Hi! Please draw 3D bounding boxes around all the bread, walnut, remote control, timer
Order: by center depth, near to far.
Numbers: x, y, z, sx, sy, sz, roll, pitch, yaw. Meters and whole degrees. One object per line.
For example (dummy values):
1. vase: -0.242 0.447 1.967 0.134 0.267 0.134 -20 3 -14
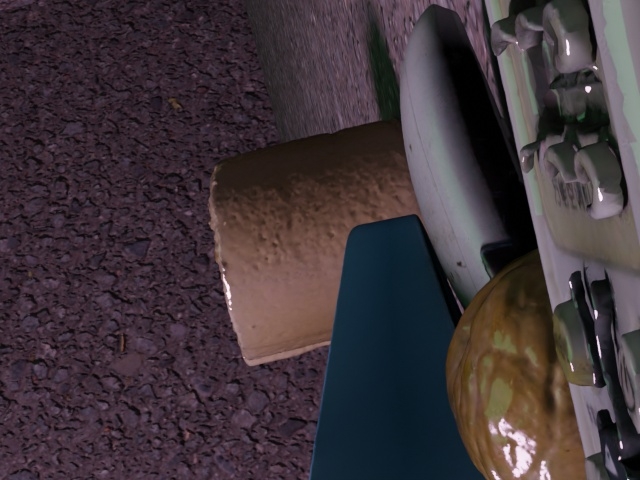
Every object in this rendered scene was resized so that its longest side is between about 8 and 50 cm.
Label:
1. remote control: 0.091 0.037 0.376 0.128 0.065 0.335 -115 12 -85
2. walnut: 0.078 0.044 0.541 0.092 0.092 0.092 167 90 -87
3. remote control: 0.078 0.026 0.726 0.097 0.045 0.256 64 -173 -84
4. timer: 0.077 0.131 0.766 0.250 0.091 0.232 -86 -25 -51
5. bread: 0.000 0.000 1.154 0.148 0.141 0.134 84 171 -60
